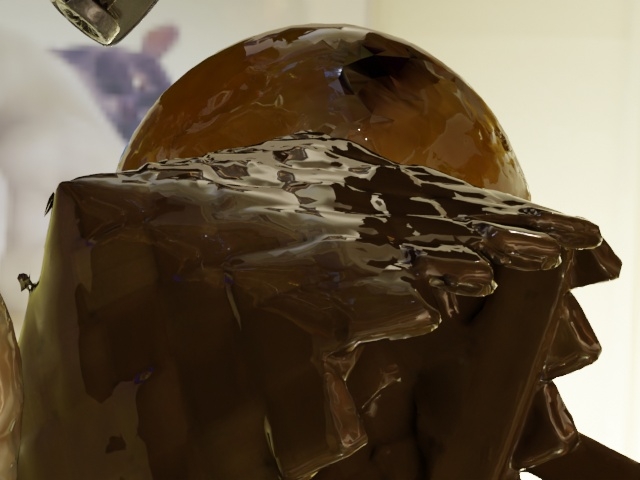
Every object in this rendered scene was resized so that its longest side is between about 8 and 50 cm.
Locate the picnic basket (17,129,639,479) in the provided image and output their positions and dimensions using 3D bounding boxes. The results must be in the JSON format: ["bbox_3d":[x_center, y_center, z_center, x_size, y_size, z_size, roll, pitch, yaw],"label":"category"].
[{"bbox_3d":[0.033,0.124,0.746,0.254,0.321,0.291,-20,129,-58],"label":"picnic basket"}]

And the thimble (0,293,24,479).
[{"bbox_3d":[-0.209,0.049,0.570,0.229,0.196,0.148,59,-31,-3],"label":"thimble"}]

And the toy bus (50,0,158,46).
[{"bbox_3d":[-0.206,-0.267,1.285,0.125,0.133,0.292,-53,148,-8],"label":"toy bus"}]

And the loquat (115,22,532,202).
[{"bbox_3d":[0.000,0.000,1.092,0.263,0.263,0.263,-178,-90,-85],"label":"loquat"}]
